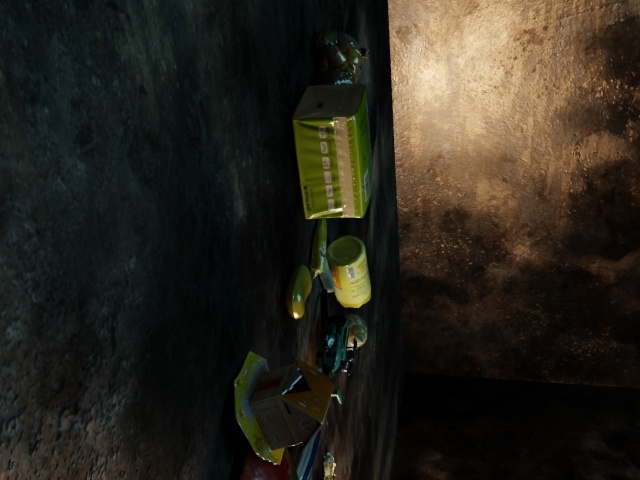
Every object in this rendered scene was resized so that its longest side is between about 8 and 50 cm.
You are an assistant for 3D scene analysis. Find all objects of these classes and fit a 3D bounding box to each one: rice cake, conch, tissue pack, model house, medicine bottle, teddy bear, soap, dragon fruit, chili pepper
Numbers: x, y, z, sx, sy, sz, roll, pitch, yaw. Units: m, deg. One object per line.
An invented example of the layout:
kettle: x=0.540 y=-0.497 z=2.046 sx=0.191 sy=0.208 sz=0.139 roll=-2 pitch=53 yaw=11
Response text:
rice cake: x=0.014 y=0.093 z=2.016 sx=0.180 sy=0.030 sz=0.042 roll=73 pitch=19 yaw=-58
conch: x=0.102 y=0.294 z=2.289 sx=0.116 sy=0.106 sz=0.173 roll=-58 pitch=167 yaw=-31
tissue pack: x=0.035 y=-0.220 z=1.764 sx=0.200 sy=0.167 sz=0.274 roll=-74 pitch=160 yaw=-54
model house: x=-0.053 y=0.308 z=1.356 sx=0.219 sy=0.136 sz=0.207 roll=-61 pitch=131 yaw=-71
medicine bottle: x=0.087 y=0.100 z=2.156 sx=0.239 sy=0.124 sz=0.124 roll=79 pitch=18 yaw=-48
teddy bear: x=0.051 y=-0.453 z=1.910 sx=0.177 sy=0.140 sz=0.190 roll=58 pitch=44 yaw=-73
soap: x=-0.052 y=0.120 z=1.688 sx=0.140 sy=0.045 sz=0.089 roll=-74 pitch=163 yaw=-53
dragon fruit: x=-0.101 y=0.500 z=1.417 sx=0.343 sy=0.100 sz=0.282 roll=-17 pitch=103 yaw=-78
chili pepper: x=0.000 y=0.000 z=1.924 sx=0.049 sy=0.043 sz=0.208 roll=49 pitch=42 yaw=-54

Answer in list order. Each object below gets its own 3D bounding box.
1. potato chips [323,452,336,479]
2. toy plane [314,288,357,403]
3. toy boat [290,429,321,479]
potato chips: x=0.008 y=0.737 z=2.092 sx=0.220 sy=0.029 sz=0.202 roll=-64 pitch=154 yaw=-55
toy plane: x=0.020 y=0.322 z=1.938 sx=0.155 sy=0.106 sz=0.381 roll=69 pitch=26 yaw=-46
toy boat: x=-0.049 y=0.532 z=1.728 sx=0.046 sy=0.080 sz=0.229 roll=49 pitch=33 yaw=-17
